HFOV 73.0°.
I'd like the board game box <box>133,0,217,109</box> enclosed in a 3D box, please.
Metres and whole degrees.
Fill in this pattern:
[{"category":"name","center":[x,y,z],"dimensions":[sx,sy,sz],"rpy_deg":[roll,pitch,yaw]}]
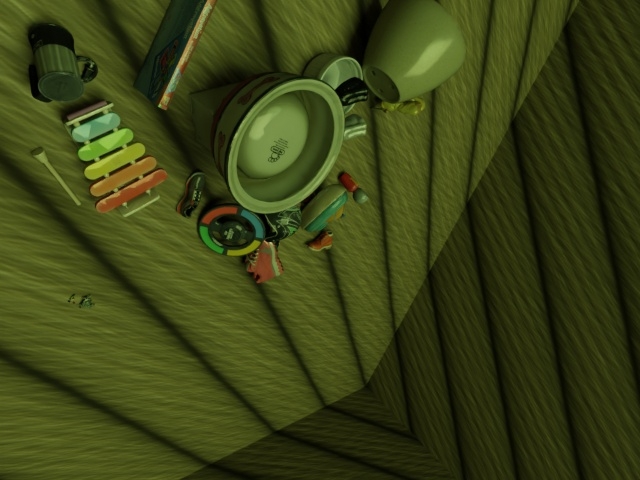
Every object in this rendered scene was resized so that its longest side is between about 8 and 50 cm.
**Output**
[{"category":"board game box","center":[-0.350,-0.467,1.032],"dimensions":[0.027,0.145,0.281],"rpy_deg":[14,111,-53]}]

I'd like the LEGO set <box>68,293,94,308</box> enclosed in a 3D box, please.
[{"category":"LEGO set","center":[-0.727,0.191,1.326],"dimensions":[0.083,0.023,0.054],"rpy_deg":[8,115,-52]}]

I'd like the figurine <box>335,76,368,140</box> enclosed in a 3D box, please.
[{"category":"figurine","center":[0.045,-0.402,1.423],"dimensions":[0.209,0.092,0.215],"rpy_deg":[-26,140,-20]}]

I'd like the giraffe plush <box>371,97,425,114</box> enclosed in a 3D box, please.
[{"category":"giraffe plush","center":[0.311,-0.597,1.694],"dimensions":[0.210,0.181,0.170],"rpy_deg":[-1,118,-7]}]

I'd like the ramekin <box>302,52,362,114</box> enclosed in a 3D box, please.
[{"category":"ramekin","center":[0.031,-0.523,1.453],"dimensions":[0.207,0.109,0.207],"rpy_deg":[-30,140,-28]}]

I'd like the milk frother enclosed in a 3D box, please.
[{"category":"milk frother","center":[-0.537,-0.357,0.928],"dimensions":[0.143,0.135,0.129],"rpy_deg":[-3,155,-45]}]

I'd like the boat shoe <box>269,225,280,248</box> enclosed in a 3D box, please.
[{"category":"boat shoe","center":[-0.172,-0.039,1.728],"dimensions":[0.056,0.048,0.153],"rpy_deg":[-12,130,-43]}]

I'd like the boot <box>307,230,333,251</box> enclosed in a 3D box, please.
[{"category":"boot","center":[0.000,0.000,1.964],"dimensions":[0.158,0.059,0.085],"rpy_deg":[-17,131,-51]}]

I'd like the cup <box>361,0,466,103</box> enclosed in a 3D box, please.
[{"category":"cup","center":[0.275,-0.605,1.451],"dimensions":[0.237,0.331,0.331],"rpy_deg":[-49,146,-6]}]

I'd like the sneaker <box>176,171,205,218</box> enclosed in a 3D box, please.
[{"category":"sneaker","center":[-0.394,-0.138,1.363],"dimensions":[0.061,0.065,0.158],"rpy_deg":[6,117,-51]}]

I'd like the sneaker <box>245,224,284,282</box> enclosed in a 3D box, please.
[{"category":"sneaker","center":[-0.239,0.065,1.693],"dimensions":[0.136,0.116,0.314],"rpy_deg":[-33,141,-17]}]

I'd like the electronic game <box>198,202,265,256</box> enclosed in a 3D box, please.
[{"category":"electronic game","center":[-0.304,-0.033,1.492],"dimensions":[0.229,0.048,0.229],"rpy_deg":[-2,130,-2]}]

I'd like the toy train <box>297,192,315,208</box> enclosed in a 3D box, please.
[{"category":"toy train","center":[-0.101,-0.165,1.685],"dimensions":[0.166,0.046,0.125],"rpy_deg":[-6,137,-49]}]

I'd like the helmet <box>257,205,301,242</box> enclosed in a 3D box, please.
[{"category":"helmet","center":[-0.149,-0.083,1.555],"dimensions":[0.169,0.169,0.161],"rpy_deg":[-11,159,-43]}]

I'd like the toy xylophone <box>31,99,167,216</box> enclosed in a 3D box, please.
[{"category":"toy xylophone","center":[-0.557,-0.194,1.109],"dimensions":[0.236,0.081,0.323],"rpy_deg":[-40,144,-15]}]

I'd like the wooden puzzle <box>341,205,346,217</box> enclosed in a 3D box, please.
[{"category":"wooden puzzle","center":[0.084,-0.141,1.962],"dimensions":[0.078,0.014,0.116],"rpy_deg":[-32,142,-19]}]

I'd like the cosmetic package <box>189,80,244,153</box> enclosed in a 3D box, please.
[{"category":"cosmetic package","center":[-0.217,-0.376,1.286],"dimensions":[0.296,0.129,0.153],"rpy_deg":[-28,142,-29]}]

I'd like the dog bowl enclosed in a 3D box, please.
[{"category":"dog bowl","center":[-0.128,-0.285,1.228],"dimensions":[0.408,0.150,0.408],"rpy_deg":[-32,145,-26]}]

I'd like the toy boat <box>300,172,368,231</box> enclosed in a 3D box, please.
[{"category":"toy boat","center":[0.067,-0.153,1.760],"dimensions":[0.318,0.148,0.267],"rpy_deg":[-42,-179,-35]}]
